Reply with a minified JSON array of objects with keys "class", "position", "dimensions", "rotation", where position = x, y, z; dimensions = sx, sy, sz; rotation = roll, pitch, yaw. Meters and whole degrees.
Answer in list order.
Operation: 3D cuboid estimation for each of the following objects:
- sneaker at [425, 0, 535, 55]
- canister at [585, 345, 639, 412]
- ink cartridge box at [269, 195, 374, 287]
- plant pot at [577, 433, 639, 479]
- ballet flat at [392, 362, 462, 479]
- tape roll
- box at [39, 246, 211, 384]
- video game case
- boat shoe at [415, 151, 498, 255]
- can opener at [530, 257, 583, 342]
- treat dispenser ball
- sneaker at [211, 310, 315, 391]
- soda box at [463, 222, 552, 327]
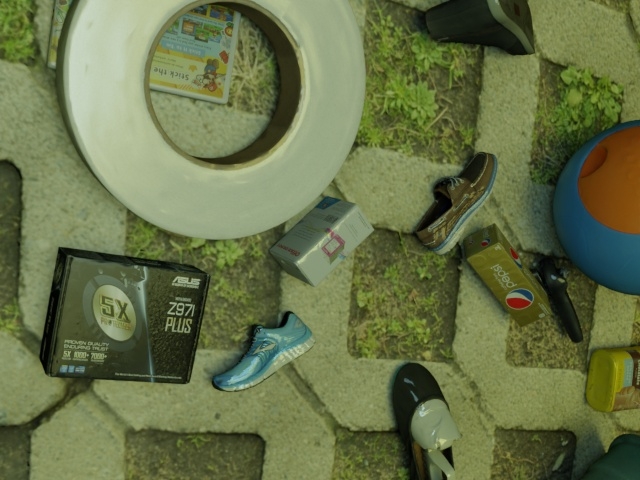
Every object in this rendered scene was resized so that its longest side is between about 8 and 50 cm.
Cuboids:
[{"class":"sneaker","position":[0.251,-0.333,1.100],"dimensions":[0.222,0.118,0.083],"rotation":[11,72,-56]},{"class":"canister","position":[0.599,0.265,1.376],"dimensions":[0.169,0.073,0.126],"rotation":[1,98,-26]},{"class":"ink cartridge box","position":[0.000,0.000,1.008],"dimensions":[0.122,0.088,0.052],"rotation":[-42,117,-15]},{"class":"plant pot","position":[0.505,0.575,1.250],"dimensions":[0.334,0.341,0.341],"rotation":[-26,110,-14]},{"class":"ballet flat","position":[0.187,0.334,1.157],"dimensions":[0.095,0.096,0.281],"rotation":[-19,106,-23]},{"class":"tape roll","position":[-0.124,-0.197,0.891],"dimensions":[0.391,0.072,0.392],"rotation":[-7,106,-26]},{"class":"box","position":[-0.246,0.096,0.901],"dimensions":[0.180,0.077,0.148],"rotation":[11,93,-28]},{"class":"video game case","position":[-0.208,-0.293,0.887],"dimensions":[0.226,0.026,0.207],"rotation":[7,95,-29]},{"class":"boat shoe","position":[0.214,-0.068,1.122],"dimensions":[0.066,0.066,0.183],"rotation":[33,82,-26]},{"class":"can opener","position":[0.429,0.107,1.278],"dimensions":[0.186,0.073,0.059],"rotation":[53,35,-27]},{"class":"treat dispenser ball","position":[0.530,-0.052,1.165],"dimensions":[0.288,0.288,0.288],"rotation":[-5,101,-27]},{"class":"sneaker","position":[-0.089,0.157,1.015],"dimensions":[0.162,0.063,0.073],"rotation":[-32,94,-24]},{"class":"soda box","position":[0.311,0.060,1.185],"dimensions":[0.061,0.058,0.181],"rotation":[-30,117,24]}]
